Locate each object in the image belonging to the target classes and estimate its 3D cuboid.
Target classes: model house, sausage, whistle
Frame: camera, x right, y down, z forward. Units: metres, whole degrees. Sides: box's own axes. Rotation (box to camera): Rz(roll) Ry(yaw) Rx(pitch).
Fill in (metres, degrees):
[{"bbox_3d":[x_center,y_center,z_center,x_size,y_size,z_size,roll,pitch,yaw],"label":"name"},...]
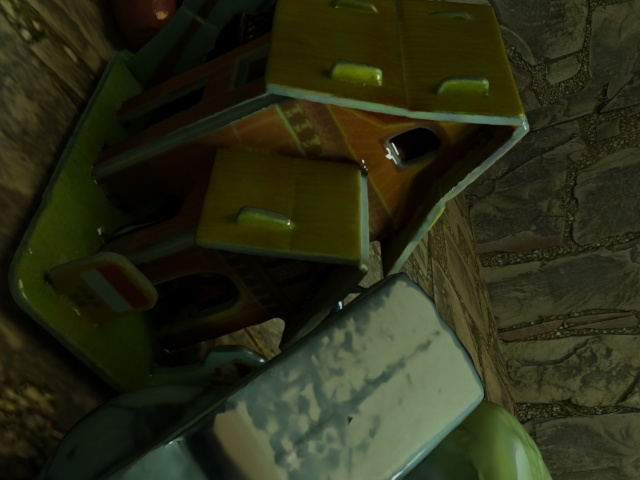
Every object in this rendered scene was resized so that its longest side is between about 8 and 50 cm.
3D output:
[{"bbox_3d":[-0.034,-0.095,0.489,0.300,0.324,0.340,-89,153,-47],"label":"model house"},{"bbox_3d":[-0.173,-0.255,0.659,0.062,0.062,0.154,16,57,-68],"label":"sausage"},{"bbox_3d":[-0.087,-0.206,0.699,0.165,0.106,0.152,93,-21,-47],"label":"model house"},{"bbox_3d":[-0.055,0.139,0.401,0.290,0.163,0.163,-31,105,-33],"label":"whistle"}]

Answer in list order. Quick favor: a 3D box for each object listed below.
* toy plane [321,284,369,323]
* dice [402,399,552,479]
[{"bbox_3d":[0.005,-0.001,0.862,0.223,0.104,0.326,-22,98,-45],"label":"toy plane"},{"bbox_3d":[0.056,0.270,0.511,0.254,0.252,0.249,47,29,-48],"label":"dice"}]
